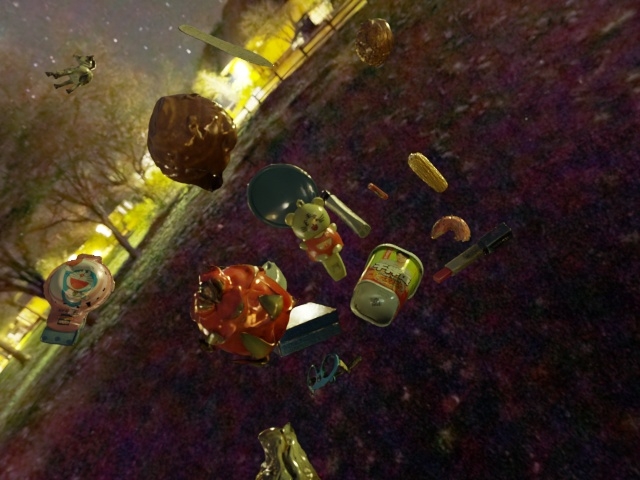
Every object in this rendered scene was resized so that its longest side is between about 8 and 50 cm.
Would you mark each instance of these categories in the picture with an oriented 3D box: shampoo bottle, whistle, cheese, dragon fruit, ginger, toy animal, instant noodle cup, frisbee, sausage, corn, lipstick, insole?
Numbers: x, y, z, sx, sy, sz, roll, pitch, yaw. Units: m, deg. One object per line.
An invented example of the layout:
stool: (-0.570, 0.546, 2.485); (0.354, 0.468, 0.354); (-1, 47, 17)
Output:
shampoo bottle: (0.124, -0.157, 2.375); (0.078, 0.134, 0.359); (-47, 58, 3)
whistle: (0.000, 0.000, 1.320); (0.131, 0.289, 0.106); (-31, 16, -9)
cheese: (-0.710, 0.163, 1.249); (0.074, 0.188, 0.286); (113, 165, -56)
dragon fruit: (-0.180, 0.158, 0.964); (0.224, 0.226, 0.224); (-36, 46, 49)
ginger: (-0.322, -0.251, 1.070); (0.269, 0.200, 0.223); (-131, 55, -64)
toy animal: (-0.828, -0.574, 1.474); (0.176, 0.074, 0.216); (-37, 45, -24)
instant noodle cup: (0.282, 0.205, 1.914); (0.293, 0.294, 0.308); (-32, 7, 35)
frisbee: (-0.148, -0.177, 1.721); (0.289, 0.289, 0.049); (-38, 23, 23)
sausage: (0.279, -0.234, 2.077); (0.029, 0.223, 0.030); (-7, 76, 30)
corn: (0.417, -0.265, 1.682); (0.067, 0.206, 0.067); (-42, 22, 21)
lipstick: (0.534, 0.054, 1.527); (0.312, 0.051, 0.051); (-36, 45, 5)
insole: (-0.304, -0.630, 1.399); (0.109, 0.321, 0.007); (-73, 7, -53)

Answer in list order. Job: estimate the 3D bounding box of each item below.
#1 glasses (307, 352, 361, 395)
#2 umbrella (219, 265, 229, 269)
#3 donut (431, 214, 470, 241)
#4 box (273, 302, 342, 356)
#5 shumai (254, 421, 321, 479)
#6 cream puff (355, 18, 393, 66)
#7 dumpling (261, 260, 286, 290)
glasses: (0.052, 0.490, 1.665); (0.206, 0.102, 0.239); (-16, -22, -44)
umbrella: (-0.267, 0.121, 1.652); (0.044, 0.268, 0.044); (-27, 54, 44)
donut: (0.563, -0.055, 1.856); (0.165, 0.065, 0.117); (5, 88, 21)
box: (-0.096, 0.365, 1.802); (0.278, 0.117, 0.261); (-15, 7, -25)
shumai: (-0.100, 0.734, 1.401); (0.271, 0.222, 0.204); (12, 92, 36)
cream puff: (0.170, -0.642, 1.406); (0.103, 0.144, 0.126); (-30, 33, -24)
dumpling: (-0.157, 0.176, 1.476); (0.104, 0.149, 0.217); (-40, 28, 26)
